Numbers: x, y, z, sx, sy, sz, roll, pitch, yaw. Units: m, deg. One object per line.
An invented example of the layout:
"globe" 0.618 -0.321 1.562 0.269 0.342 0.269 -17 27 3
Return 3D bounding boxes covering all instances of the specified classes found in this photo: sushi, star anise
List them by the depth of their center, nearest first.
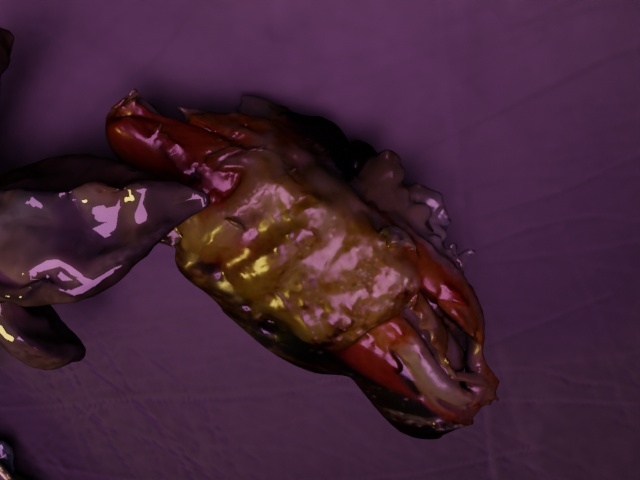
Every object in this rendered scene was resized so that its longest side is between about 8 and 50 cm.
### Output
"star anise" -0.202 -0.018 0.566 0.258 0.110 0.198 37 111 3
"sushi" 0.002 -0.003 0.589 0.226 0.103 0.097 37 129 -11

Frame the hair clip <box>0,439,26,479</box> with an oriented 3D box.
"hair clip" -0.147 0.152 0.646 0.049 0.049 0.173 -41 96 7
